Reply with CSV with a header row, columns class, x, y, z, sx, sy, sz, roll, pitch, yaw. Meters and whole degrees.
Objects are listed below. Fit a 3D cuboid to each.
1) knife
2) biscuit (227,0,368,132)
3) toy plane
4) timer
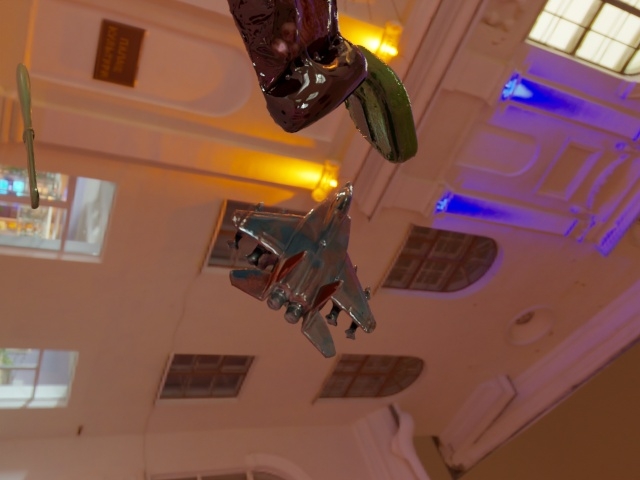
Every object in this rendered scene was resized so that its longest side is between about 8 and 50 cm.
class,x,y,z,sx,sy,sz,roll,pitch,yaw
knife,-0.294,-0.111,0.588,0.030,0.014,0.207,-60,-137,41
biscuit,-0.026,-0.218,0.461,0.063,0.151,0.236,1,-62,31
toy plane,-0.005,0.005,0.766,0.104,0.223,0.326,-46,-170,27
timer,0.068,-0.165,0.724,0.128,0.047,0.140,53,-8,39
